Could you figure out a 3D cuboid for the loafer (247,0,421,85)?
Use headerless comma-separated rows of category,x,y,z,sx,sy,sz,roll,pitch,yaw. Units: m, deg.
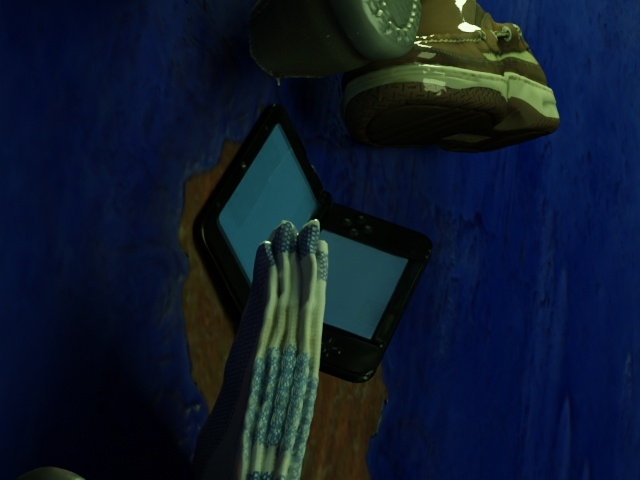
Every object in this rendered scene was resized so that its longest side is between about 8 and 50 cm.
loafer,0.009,-0.154,1.066,0.094,0.087,0.251,63,19,-15

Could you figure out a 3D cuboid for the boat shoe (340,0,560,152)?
boat shoe,0.070,-0.109,1.178,0.257,0.095,0.095,4,72,-70

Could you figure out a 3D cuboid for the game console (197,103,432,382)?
game console,0.000,0.000,1.038,0.122,0.107,0.071,-61,167,-46

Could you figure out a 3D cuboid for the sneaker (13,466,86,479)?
sneaker,-0.145,0.119,0.708,0.180,0.124,0.321,-64,152,-50

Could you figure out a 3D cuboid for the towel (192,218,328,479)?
towel,-0.044,0.154,0.820,0.209,0.034,0.285,109,-8,-46
